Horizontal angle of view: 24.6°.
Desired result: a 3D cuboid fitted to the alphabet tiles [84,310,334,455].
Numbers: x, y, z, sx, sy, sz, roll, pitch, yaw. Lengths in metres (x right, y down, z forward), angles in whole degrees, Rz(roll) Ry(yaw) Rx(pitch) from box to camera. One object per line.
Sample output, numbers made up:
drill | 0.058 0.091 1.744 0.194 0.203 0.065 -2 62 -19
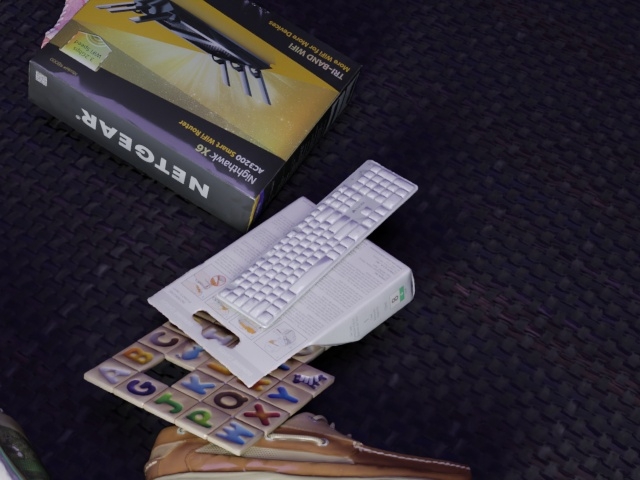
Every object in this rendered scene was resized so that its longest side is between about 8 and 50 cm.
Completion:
alphabet tiles | -0.088 0.123 1.503 0.198 0.009 0.237 21 34 29

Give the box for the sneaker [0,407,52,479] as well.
sneaker | -0.274 0.261 1.370 0.158 0.182 0.410 -37 85 16

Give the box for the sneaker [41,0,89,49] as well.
sneaker | -0.311 -0.262 1.798 0.070 0.051 0.134 -8 60 -17

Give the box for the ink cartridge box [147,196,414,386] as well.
ink cartridge box | -0.041 0.062 1.566 0.225 0.056 0.181 -36 50 -23

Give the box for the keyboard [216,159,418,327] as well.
keyboard | 0.000 0.000 1.577 0.072 0.014 0.256 27 55 32

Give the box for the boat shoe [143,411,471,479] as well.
boat shoe | -0.014 0.224 1.438 0.324 0.122 0.119 2 51 -4

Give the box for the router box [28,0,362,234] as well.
router box | -0.145 -0.185 1.717 0.309 0.081 0.243 31 58 7
